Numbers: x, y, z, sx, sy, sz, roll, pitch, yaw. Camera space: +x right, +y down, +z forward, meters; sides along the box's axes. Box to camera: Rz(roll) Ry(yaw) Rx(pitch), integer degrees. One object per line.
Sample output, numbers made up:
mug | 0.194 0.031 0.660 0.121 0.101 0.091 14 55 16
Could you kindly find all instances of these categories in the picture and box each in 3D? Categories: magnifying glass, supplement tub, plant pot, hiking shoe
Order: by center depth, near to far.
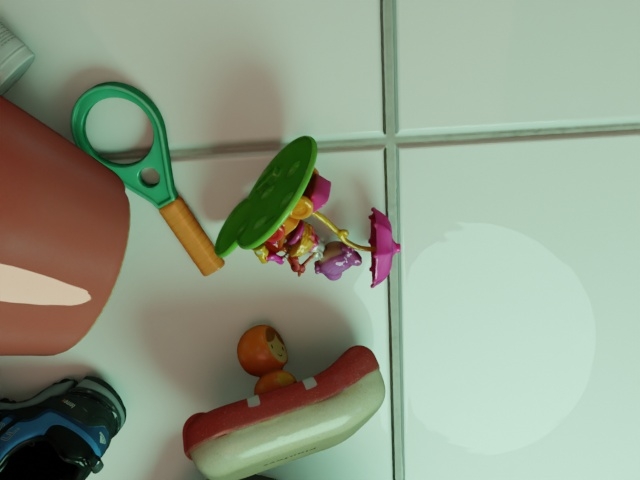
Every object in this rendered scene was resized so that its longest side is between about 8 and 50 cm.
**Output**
plant pot | -0.325 -0.017 0.683 0.243 0.275 0.275 23 114 -40
supplement tub | -0.336 -0.190 0.722 0.071 0.071 0.107 -43 106 16
magnifying glass | -0.175 -0.060 0.804 0.092 0.026 0.231 -28 111 11
hiking shoe | -0.378 0.250 0.877 0.304 0.132 0.113 -23 112 11

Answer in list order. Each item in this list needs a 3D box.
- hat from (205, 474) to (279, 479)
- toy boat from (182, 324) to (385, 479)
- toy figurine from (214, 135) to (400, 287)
hat | -0.033 0.404 0.946 0.331 0.134 0.332 4 105 16
toy boat | -0.047 0.165 0.849 0.231 0.151 0.151 -16 69 -11
toy figurine | 0.000 0.000 0.795 0.159 0.130 0.173 33 132 -23
